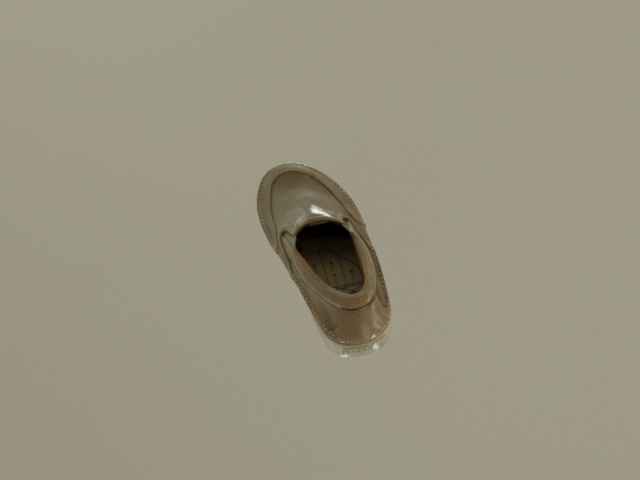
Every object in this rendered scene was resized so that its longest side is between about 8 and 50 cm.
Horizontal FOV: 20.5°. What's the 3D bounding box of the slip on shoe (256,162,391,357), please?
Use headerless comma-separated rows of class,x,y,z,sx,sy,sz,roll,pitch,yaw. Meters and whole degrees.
slip on shoe,0.000,0.000,0.908,0.051,0.041,0.135,-16,-134,-5
